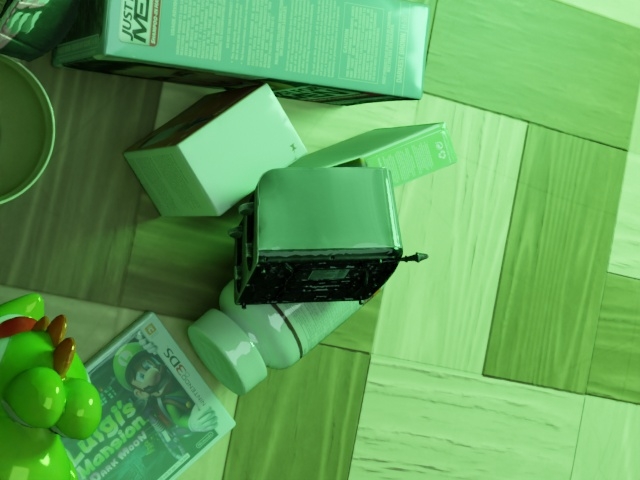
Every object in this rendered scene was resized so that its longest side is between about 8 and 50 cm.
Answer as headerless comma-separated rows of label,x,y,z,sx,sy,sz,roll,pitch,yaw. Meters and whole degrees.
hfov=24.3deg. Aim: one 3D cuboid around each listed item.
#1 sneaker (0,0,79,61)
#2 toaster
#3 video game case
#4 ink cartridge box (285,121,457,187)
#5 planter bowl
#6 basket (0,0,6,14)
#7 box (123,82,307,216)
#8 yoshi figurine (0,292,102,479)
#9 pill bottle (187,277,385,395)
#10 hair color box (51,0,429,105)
sneaker,-0.279,-0.264,1.500,0.178,0.077,0.072,-55,137,2
toaster,0.000,0.000,1.587,0.186,0.168,0.110,-1,72,-12
video game case,-0.214,0.205,1.683,0.190,0.022,0.173,-41,108,-20
ink cartridge box,0.014,-0.076,1.707,0.235,0.171,0.056,-23,102,-24
planter bowl,-0.370,-0.116,1.546,0.162,0.109,0.162,-1,93,-26
basket,-0.344,-0.328,1.557,0.167,0.103,0.113,44,73,-21
box,-0.119,-0.098,1.639,0.130,0.170,0.091,-37,106,-23
yoshi figurine,-0.324,0.179,1.437,0.203,0.362,0.203,-18,100,-26
pill bottle,-0.039,0.071,1.712,0.221,0.121,0.121,-39,108,-20
hair color box,-0.088,-0.227,1.643,0.374,0.185,0.113,6,89,-27
